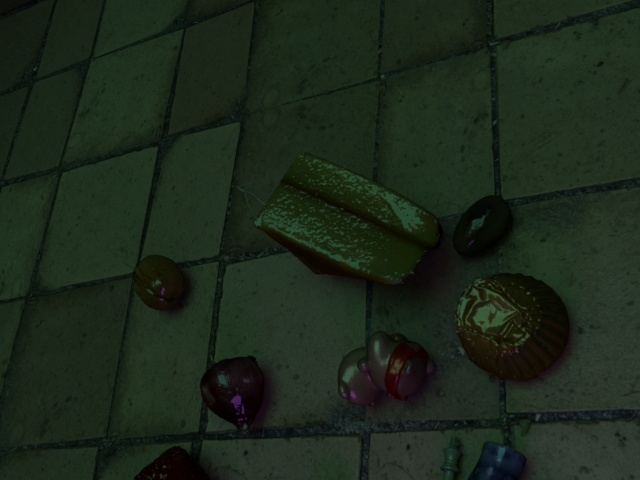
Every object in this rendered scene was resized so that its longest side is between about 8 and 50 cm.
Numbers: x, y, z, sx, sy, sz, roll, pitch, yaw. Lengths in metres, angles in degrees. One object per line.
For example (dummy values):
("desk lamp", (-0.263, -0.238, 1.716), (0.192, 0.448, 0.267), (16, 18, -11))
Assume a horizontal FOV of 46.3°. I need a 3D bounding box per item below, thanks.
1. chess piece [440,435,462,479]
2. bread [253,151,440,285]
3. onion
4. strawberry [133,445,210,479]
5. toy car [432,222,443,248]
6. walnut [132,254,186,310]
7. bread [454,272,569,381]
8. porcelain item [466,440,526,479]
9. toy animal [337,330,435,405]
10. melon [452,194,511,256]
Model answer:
("chess piece", (0.267, 0.476, 1.542), (0.059, 0.059, 0.149), (-4, 56, 30))
("bread", (0.073, -0.049, 1.720), (0.361, 0.245, 0.233), (10, 64, 55))
("onion", (-0.206, 0.381, 1.824), (0.159, 0.159, 0.195), (-28, 65, 16))
("strawberry", (-0.372, 0.618, 1.749), (0.261, 0.261, 0.257), (-49, 57, 0))
("toy car", (0.193, -0.001, 1.821), (0.209, 0.089, 0.108), (-35, 42, 15))
("walnut", (-0.461, 0.117, 2.134), (0.180, 0.144, 0.144), (32, 84, 44))
("bread", (0.397, 0.173, 1.565), (0.240, 0.139, 0.240), (-12, 62, 24))
("porcelain item", (0.314, 0.522, 1.438), (0.141, 0.141, 0.259), (13, 64, 36))
("toy animal", (0.142, 0.282, 1.656), (0.197, 0.171, 0.171), (-23, 55, 23))
("melon", (0.369, -0.033, 1.723), (0.162, 0.099, 0.099), (-47, 50, 3))
